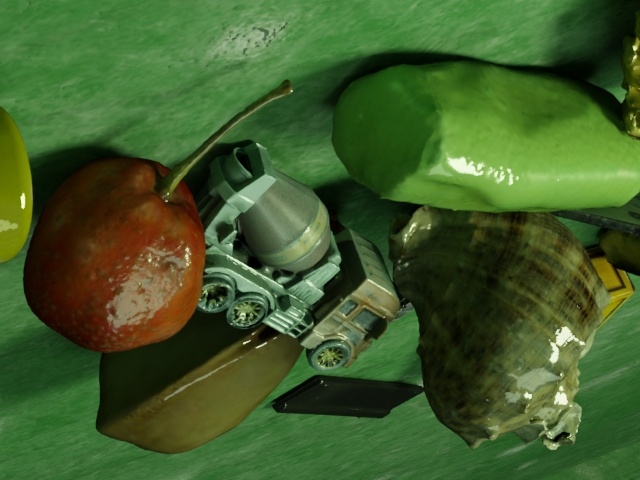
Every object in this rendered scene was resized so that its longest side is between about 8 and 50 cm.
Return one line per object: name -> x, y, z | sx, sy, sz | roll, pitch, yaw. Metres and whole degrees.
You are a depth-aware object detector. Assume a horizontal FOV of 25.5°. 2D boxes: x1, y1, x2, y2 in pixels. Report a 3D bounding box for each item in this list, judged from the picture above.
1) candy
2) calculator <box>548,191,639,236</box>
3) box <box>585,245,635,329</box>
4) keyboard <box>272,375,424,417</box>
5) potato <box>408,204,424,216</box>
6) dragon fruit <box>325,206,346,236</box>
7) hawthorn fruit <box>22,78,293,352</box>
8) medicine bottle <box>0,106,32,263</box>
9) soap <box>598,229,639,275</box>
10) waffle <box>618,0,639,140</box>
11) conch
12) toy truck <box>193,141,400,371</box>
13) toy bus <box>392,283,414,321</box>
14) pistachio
candy -> 0.168, -0.087, 1.319 | 0.343, 0.142, 0.132 | 1, 158, -45
calculator -> 0.353, -0.030, 1.503 | 0.161, 0.261, 0.021 | -64, 167, -68
box -> 0.294, 0.126, 2.015 | 0.192, 0.084, 0.301 | -14, 157, -21
keyboard -> 0.045, 0.237, 2.119 | 0.101, 0.018, 0.309 | -35, 156, 24
potato -> 0.183, 0.022, 1.552 | 0.165, 0.165, 0.262 | -27, 158, 11
dragon fruit -> 0.000, 0.000, 1.471 | 0.083, 0.056, 0.060 | -32, 180, 39
hawthorn fruit -> -0.132, -0.029, 1.167 | 0.165, 0.165, 0.285 | 3, 137, -48
medicine bottle -> -0.320, -0.032, 0.982 | 0.212, 0.122, 0.122 | -8, 154, -32
soap -> 0.454, -0.091, 1.731 | 0.169, 0.304, 0.338 | -22, -161, -18
waffle -> 0.408, -0.199, 1.323 | 0.302, 0.068, 0.325 | -36, 146, 0
conch -> 0.181, 0.094, 1.391 | 0.210, 0.159, 0.291 | -32, 114, 18
toy truck -> -0.029, 0.014, 1.336 | 0.140, 0.108, 0.256 | -42, 130, 21
toy bus -> 0.123, 0.059, 1.752 | 0.130, 0.037, 0.052 | -35, 158, 30
pistachio -> -0.121, 0.126, 1.502 | 0.260, 0.163, 0.213 | -34, -170, 21
